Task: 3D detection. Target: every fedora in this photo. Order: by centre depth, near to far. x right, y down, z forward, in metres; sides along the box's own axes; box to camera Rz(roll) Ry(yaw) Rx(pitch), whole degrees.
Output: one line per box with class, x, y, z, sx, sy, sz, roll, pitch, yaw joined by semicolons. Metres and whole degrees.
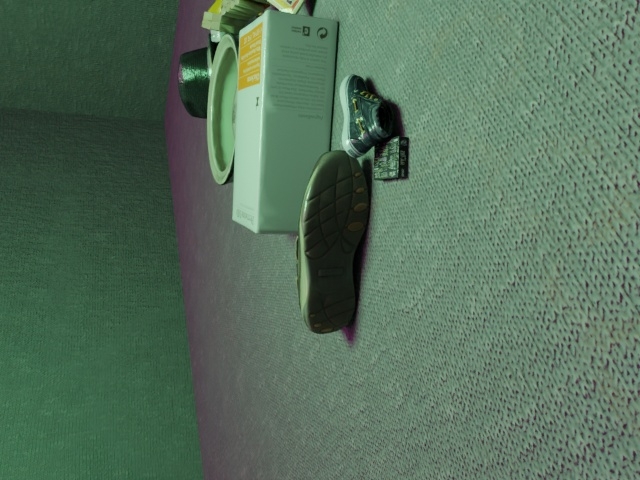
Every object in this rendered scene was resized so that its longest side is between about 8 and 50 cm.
fedora;-0.411;-0.543;1.893;0.334;0.153;0.333;175;90;-86

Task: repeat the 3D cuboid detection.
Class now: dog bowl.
dog bowl;-0.205;-0.356;1.513;0.408;0.150;0.407;179;90;-67

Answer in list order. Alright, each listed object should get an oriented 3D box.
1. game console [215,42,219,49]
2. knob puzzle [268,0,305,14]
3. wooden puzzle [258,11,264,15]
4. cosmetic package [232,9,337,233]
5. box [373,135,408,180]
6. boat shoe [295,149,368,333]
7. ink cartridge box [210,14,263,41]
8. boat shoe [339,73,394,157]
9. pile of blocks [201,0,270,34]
game console;-0.282;-0.773;1.763;0.213;0.044;0.361;-105;26;-85
knob puzzle;-0.075;-0.633;1.225;0.213;0.030;0.213;4;98;26
wooden puzzle;-0.181;-0.684;1.640;0.049;0.006;0.083;-132;47;-58
cosmetic package;-0.091;-0.253;1.227;0.230;0.162;0.453;-158;70;-66
box;0.117;-0.136;0.912;0.083;0.018;0.067;-176;87;-67
boat shoe;0.000;0.000;1.046;0.130;0.132;0.355;-145;60;-63
ink cartridge box;-0.238;-0.618;1.579;0.109;0.151;0.063;-140;41;-60
boat shoe;0.085;-0.233;0.949;0.083;0.065;0.183;-26;51;37
pile of blocks;-0.169;-0.658;1.398;0.362;0.113;0.148;-22;79;42
